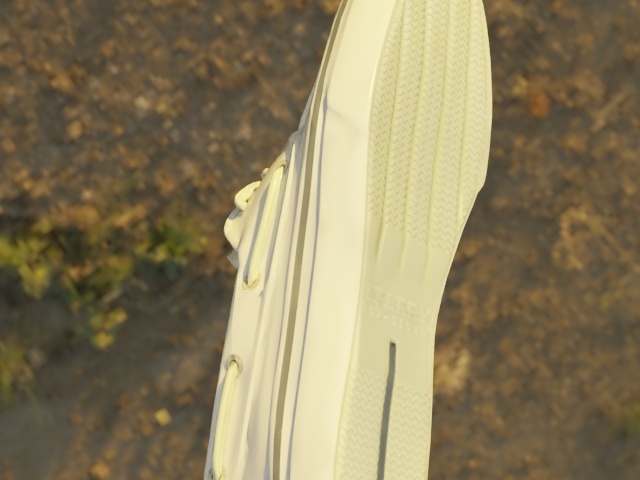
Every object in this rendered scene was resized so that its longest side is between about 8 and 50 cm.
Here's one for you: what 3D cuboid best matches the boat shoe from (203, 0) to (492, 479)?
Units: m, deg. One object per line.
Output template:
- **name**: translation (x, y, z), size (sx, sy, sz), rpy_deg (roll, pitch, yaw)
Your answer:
- **boat shoe**: translation (0.000, 0.000, 0.633), size (0.076, 0.226, 0.083), rpy_deg (-3, 155, 34)
